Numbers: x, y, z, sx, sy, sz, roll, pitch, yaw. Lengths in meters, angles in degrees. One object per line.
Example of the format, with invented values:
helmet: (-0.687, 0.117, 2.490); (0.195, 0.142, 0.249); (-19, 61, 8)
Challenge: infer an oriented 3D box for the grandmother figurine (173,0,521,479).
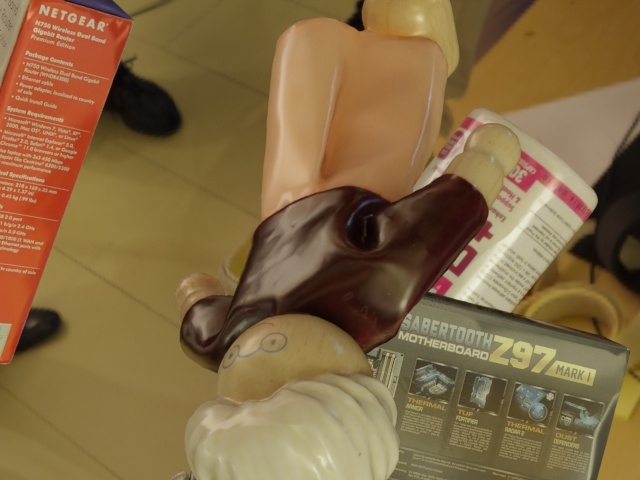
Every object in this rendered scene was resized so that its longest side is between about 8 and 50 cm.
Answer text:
grandmother figurine: (0.000, 0.000, 0.578); (0.208, 0.104, 0.342); (-37, 26, 31)

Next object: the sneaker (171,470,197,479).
sneaker: (-0.164, 0.294, 1.038); (0.191, 0.083, 0.071); (-32, 28, 2)

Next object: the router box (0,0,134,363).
router box: (-0.297, -0.112, 0.972); (0.082, 0.301, 0.335); (11, 21, -35)

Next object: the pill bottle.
pill bottle: (0.135, 0.020, 1.172); (0.283, 0.160, 0.160); (-52, 50, 4)

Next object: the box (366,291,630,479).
box: (0.086, 0.134, 0.830); (0.233, 0.059, 0.183); (13, 93, -4)
